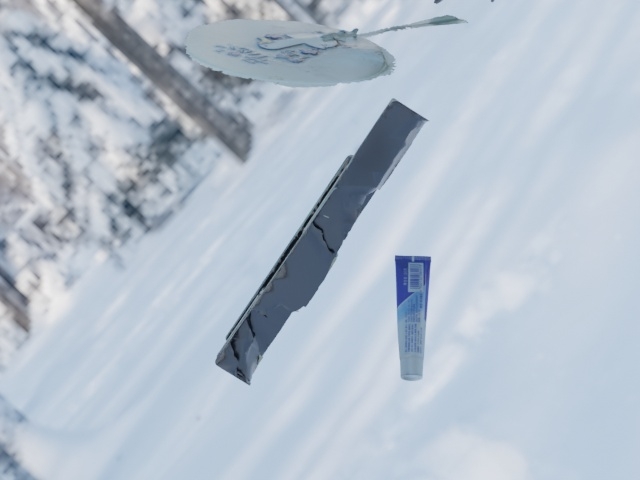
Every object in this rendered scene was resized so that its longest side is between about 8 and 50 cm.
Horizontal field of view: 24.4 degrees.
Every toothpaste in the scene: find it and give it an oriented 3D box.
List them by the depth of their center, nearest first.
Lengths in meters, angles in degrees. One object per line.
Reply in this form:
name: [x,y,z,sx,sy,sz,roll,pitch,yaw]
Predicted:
toothpaste: [0.059,0.048,0.943,0.015,0.024,0.083,89,-178,-67]

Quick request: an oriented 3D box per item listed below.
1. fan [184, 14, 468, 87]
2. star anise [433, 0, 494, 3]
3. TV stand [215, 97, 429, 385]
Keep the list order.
fan: [0.023,-0.230,1.666,0.414,0.233,0.012,-20,-53,-45]
star anise: [0.199,-0.405,1.846,0.272,0.272,0.102,-47,35,-1]
TV stand: [0.000,0.000,1.140,0.249,0.036,0.042,-56,7,14]
